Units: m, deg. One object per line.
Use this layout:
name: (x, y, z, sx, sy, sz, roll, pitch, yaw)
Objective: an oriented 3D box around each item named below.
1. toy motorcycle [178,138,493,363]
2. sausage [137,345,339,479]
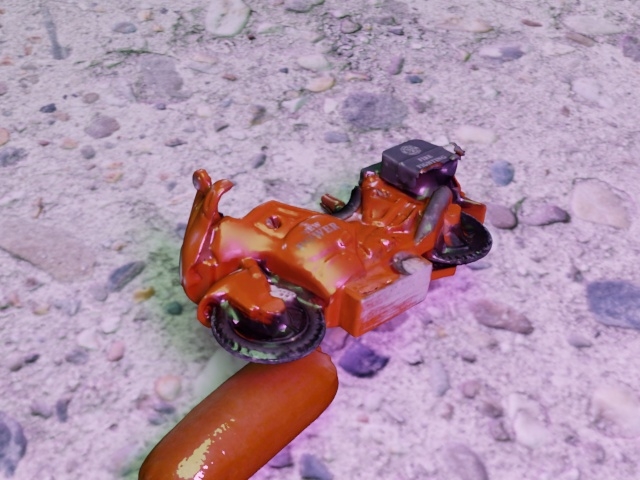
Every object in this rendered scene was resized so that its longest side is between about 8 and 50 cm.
toy motorcycle: (0.000, 0.000, 0.860, 0.325, 0.148, 0.221, -24, 45, -37)
sausage: (-0.066, 0.153, 0.758, 0.076, 0.076, 0.197, 32, 53, 28)
